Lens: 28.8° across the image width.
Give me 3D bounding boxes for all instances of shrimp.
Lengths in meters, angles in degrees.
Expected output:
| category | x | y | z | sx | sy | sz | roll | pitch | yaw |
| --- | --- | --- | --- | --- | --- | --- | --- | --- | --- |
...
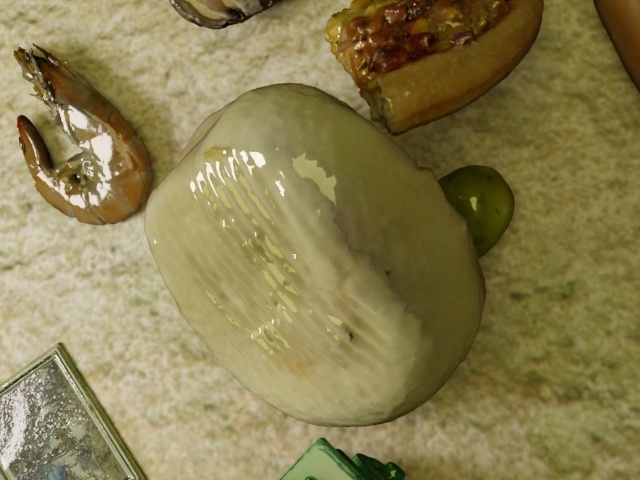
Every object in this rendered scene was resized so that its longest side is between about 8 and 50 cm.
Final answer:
| category | x | y | z | sx | sy | sz | roll | pitch | yaw |
| --- | --- | --- | --- | --- | --- | --- | --- | --- | --- |
| shrimp | -0.281 | -0.116 | 1.384 | 0.133 | 0.053 | 0.236 | -44 | 82 | 24 |

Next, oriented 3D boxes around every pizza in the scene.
| category | x | y | z | sx | sy | sz | roll | pitch | yaw |
| --- | --- | --- | --- | --- | --- | --- | --- | --- | --- |
| pizza | 0.095 | -0.209 | 1.239 | 0.229 | 0.081 | 0.289 | 14 | 43 | 37 |

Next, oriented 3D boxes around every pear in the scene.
| category | x | y | z | sx | sy | sz | roll | pitch | yaw |
| --- | --- | --- | --- | --- | --- | --- | --- | --- | --- |
| pear | 0.154 | -0.028 | 1.271 | 0.092 | 0.092 | 0.097 | -5 | 83 | 10 |

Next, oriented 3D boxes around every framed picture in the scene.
| category | x | y | z | sx | sy | sz | roll | pitch | yaw |
| --- | --- | --- | --- | --- | --- | --- | --- | --- | --- |
| framed picture | -0.295 | 0.225 | 1.363 | 0.142 | 0.011 | 0.183 | -35 | 79 | 5 |

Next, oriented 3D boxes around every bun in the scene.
| category | x | y | z | sx | sy | sz | roll | pitch | yaw |
| --- | --- | --- | --- | --- | --- | --- | --- | --- | --- |
| bun | 0.000 | 0.000 | 1.219 | 0.361 | 0.361 | 0.213 | 40 | 50 | 11 |

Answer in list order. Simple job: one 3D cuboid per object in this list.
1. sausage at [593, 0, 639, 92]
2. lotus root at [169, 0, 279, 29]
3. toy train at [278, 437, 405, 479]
| category | x | y | z | sx | sy | sz | roll | pitch | yaw |
| --- | --- | --- | --- | --- | --- | --- | --- | --- | --- |
| sausage | 0.378 | -0.179 | 1.234 | 0.134 | 0.116 | 0.354 | -38 | 74 | 26 |
| lotus root | -0.149 | -0.373 | 1.369 | 0.167 | 0.078 | 0.329 | -21 | 79 | -16 |
| toy train | 0.058 | 0.312 | 1.195 | 0.266 | 0.202 | 0.145 | 43 | 95 | 14 |
